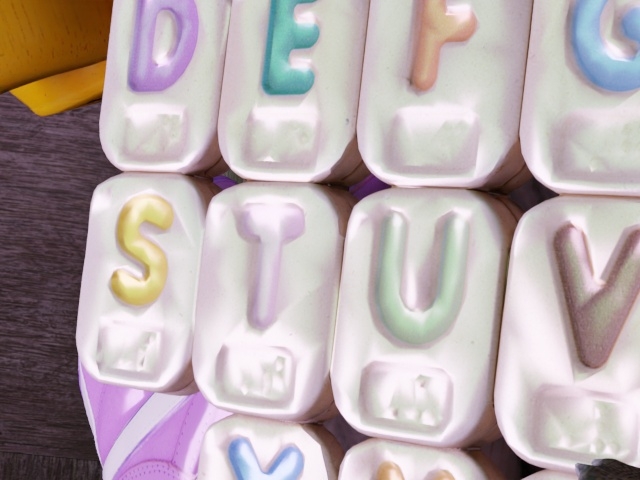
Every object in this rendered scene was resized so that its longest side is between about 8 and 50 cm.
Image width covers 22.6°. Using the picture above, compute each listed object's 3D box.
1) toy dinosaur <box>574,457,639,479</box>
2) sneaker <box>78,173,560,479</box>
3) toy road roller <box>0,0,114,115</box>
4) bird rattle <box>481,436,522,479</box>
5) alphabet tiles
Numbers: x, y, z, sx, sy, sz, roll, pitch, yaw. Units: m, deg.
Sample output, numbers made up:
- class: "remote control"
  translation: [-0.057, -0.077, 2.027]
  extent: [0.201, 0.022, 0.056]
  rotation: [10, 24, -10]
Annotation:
- class: "toy dinosaur"
  translation: [0.036, 0.136, 0.284]
  extent: [0.160, 0.313, 0.121]
  rotation: [54, 168, 15]
- class: "sneaker"
  translation: [-0.001, 0.000, 0.557]
  extent: [0.282, 0.102, 0.161]
  rotation: [-48, 51, 25]
- class: "toy road roller"
  translation: [-0.097, -0.165, 0.823]
  extent: [0.329, 0.240, 0.202]
  rotation: [-15, 95, 52]
- class: "bird rattle"
  translation: [0.014, 0.150, 0.654]
  extent: [0.253, 0.143, 0.207]
  rotation: [143, 150, -72]
- class: "alphabet tiles"
  translation: [0.034, -0.013, 0.439]
  extent: [0.284, 0.021, 0.278]
  rotation: [5, 86, 42]
